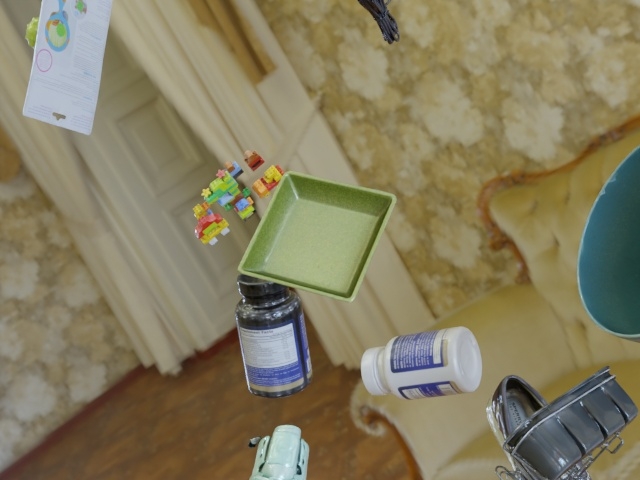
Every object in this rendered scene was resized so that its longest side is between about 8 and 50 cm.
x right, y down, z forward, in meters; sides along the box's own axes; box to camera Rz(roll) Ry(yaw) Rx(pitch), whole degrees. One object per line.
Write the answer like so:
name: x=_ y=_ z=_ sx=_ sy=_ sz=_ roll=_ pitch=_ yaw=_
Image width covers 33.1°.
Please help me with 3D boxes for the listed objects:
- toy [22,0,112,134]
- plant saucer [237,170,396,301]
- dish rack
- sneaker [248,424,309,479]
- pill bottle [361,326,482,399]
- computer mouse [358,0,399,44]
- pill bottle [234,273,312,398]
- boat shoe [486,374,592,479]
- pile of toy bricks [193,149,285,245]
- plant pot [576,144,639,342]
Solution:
toy: x=-0.324 y=-0.262 z=1.346 sx=0.056 sy=0.237 sz=0.137 roll=12 pitch=0 yaw=25
plant saucer: x=0.000 y=0.000 z=1.600 sx=0.188 sy=0.045 sz=0.188 roll=14 pitch=64 yaw=21
dish rack: x=0.238 y=0.279 z=1.220 sx=0.208 sy=0.074 sz=0.271 roll=-17 pitch=-36 yaw=-46
sneaker: x=-0.066 y=0.307 z=1.361 sx=0.094 sy=0.151 sz=0.256 roll=7 pitch=-10 yaw=2
pill bottle: x=0.169 y=0.213 z=1.833 sx=0.186 sy=0.112 sz=0.112 roll=-12 pitch=21 yaw=31
computer mouse: x=0.089 y=-0.461 z=1.717 sx=0.060 sy=0.262 sz=0.184 roll=1 pitch=-15 yaw=21
pill bottle: x=-0.087 y=0.162 z=1.934 sx=0.122 sy=0.219 sz=0.123 roll=-7 pitch=18 yaw=2
boat shoe: x=0.330 y=0.323 z=1.576 sx=0.102 sy=0.092 sz=0.285 roll=-22 pitch=57 yaw=-5
pile of toy bricks: x=-0.182 y=-0.102 z=2.122 sx=0.212 sy=0.118 sz=0.105 roll=-40 pitch=-29 yaw=1
plant pot: x=0.502 y=0.017 z=1.386 sx=0.290 sy=0.195 sz=0.290 roll=-49 pitch=29 yaw=39
